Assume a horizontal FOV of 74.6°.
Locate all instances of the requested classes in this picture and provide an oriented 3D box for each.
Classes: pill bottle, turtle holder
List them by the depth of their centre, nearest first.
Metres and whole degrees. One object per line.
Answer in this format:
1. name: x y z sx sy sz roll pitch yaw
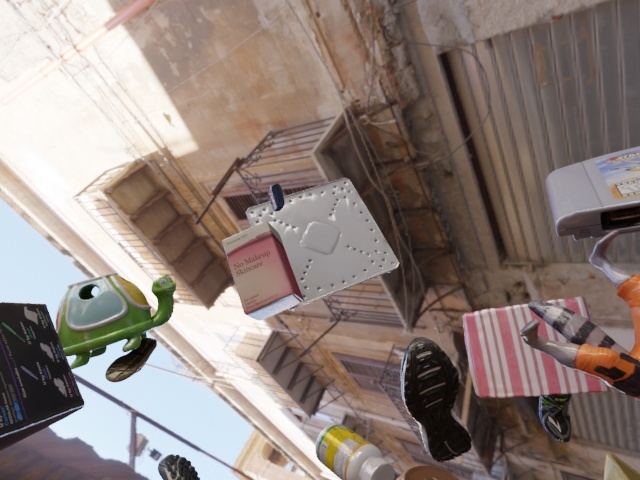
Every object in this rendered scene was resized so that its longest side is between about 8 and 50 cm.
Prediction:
1. pill bottle: 0.089 0.574 1.097 0.117 0.208 0.118 -3 -86 -35
2. turtle holder: -0.603 0.211 1.227 0.243 0.320 0.228 -7 -100 -83

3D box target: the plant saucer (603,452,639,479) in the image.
1. plant saucer: 0.573 0.523 0.581 0.332 0.081 0.333 36 -163 -10

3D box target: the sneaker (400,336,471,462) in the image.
1. sneaker: 0.194 0.280 0.761 0.108 0.100 0.272 -116 6 -63

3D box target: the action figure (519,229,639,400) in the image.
1. action figure: 0.463 0.144 0.533 0.341 0.330 0.179 -36 -19 -29

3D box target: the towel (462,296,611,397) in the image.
1. towel: 0.339 0.176 0.681 0.029 0.196 0.144 24 -123 -53

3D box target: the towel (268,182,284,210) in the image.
1. towel: -0.115 -0.113 1.113 0.029 0.119 0.067 -15 -88 -11

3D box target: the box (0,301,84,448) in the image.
1. box: -0.382 0.150 0.381 0.144 0.165 0.270 62 174 9

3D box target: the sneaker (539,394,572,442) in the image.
1. sneaker: 0.584 0.401 1.045 0.078 0.066 0.188 40 -131 -70

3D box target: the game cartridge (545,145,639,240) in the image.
1. game cartridge: 0.503 -0.087 0.621 0.062 0.297 0.198 64 -149 -26

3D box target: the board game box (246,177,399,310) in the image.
1. board game box: 0.000 0.000 1.390 0.389 0.050 0.390 -20 -117 -15

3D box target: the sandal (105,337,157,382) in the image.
1. sandal: -0.534 0.348 1.204 0.180 0.072 0.049 -56 -19 -62

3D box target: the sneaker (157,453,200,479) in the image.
1. sneaker: -0.359 0.684 1.070 0.110 0.122 0.283 -115 2 -79

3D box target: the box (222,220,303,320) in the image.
1. box: -0.163 0.088 1.195 0.127 0.148 0.233 58 -172 -68

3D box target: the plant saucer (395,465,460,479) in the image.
1. plant saucer: 0.285 0.630 1.069 0.198 0.198 0.036 -2 -87 -52
